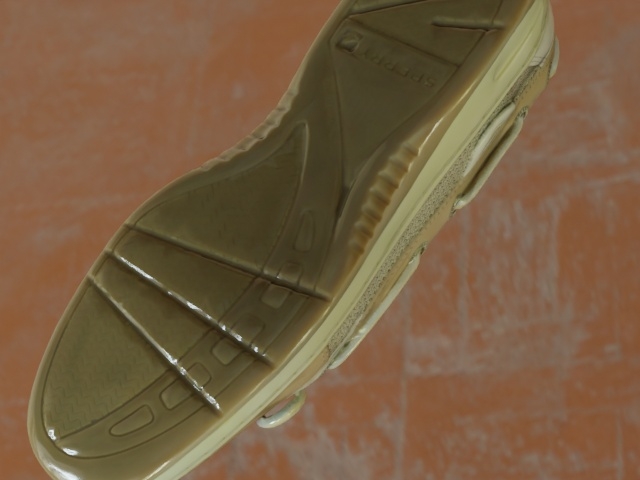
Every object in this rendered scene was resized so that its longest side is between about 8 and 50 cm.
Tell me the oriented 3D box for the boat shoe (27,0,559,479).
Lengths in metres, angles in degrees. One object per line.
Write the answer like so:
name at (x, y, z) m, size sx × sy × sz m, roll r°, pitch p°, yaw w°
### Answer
boat shoe at (-0.001, -0.001, 0.399) m, size 0.056 × 0.048 × 0.153 m, roll 30°, pitch 78°, yaw 32°
